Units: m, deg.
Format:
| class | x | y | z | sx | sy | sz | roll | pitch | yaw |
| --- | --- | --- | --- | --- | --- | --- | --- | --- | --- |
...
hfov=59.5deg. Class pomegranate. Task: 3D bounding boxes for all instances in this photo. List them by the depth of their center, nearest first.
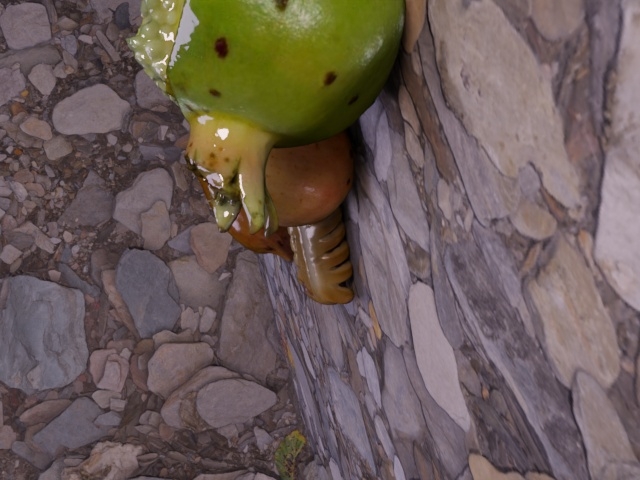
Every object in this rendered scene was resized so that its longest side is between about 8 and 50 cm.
| class | x | y | z | sx | sy | sz | roll | pitch | yaw |
| --- | --- | --- | --- | --- | --- | --- | --- | --- | --- |
| pomegranate | -0.052 | -0.173 | 0.520 | 0.260 | 0.261 | 0.340 | -170 | 88 | -77 |
| pomegranate | -0.048 | -0.110 | 0.766 | 0.191 | 0.191 | 0.191 | 165 | 90 | -78 |

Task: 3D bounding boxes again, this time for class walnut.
| class | x | y | z | sx | sy | sz | roll | pitch | yaw |
| --- | --- | --- | --- | --- | --- | --- | --- | --- | --- |
| walnut | -0.124 | -0.105 | 1.084 | 0.209 | 0.209 | 0.336 | 102 | 144 | -64 |

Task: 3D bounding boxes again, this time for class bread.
| class | x | y | z | sx | sy | sz | roll | pitch | yaw |
| --- | --- | --- | --- | --- | --- | --- | --- | --- | --- |
| bread | 0.000 | 0.000 | 0.920 | 0.134 | 0.081 | 0.225 | -146 | 44 | -64 |
